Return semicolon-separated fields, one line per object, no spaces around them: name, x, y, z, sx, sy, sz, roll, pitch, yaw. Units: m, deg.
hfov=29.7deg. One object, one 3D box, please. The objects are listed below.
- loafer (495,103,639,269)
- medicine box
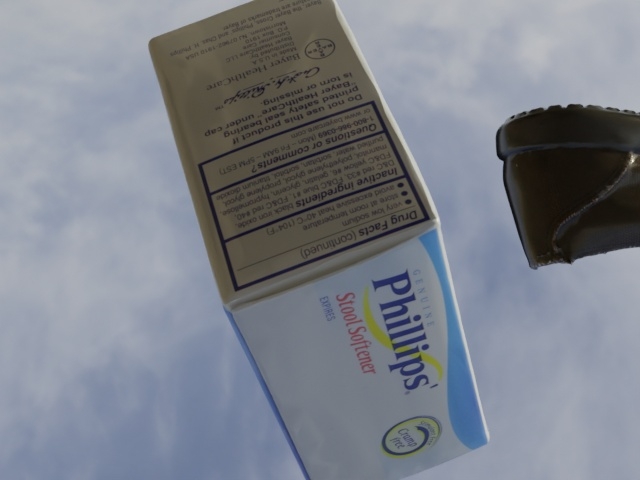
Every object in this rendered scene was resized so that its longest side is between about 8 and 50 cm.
loafer;0.180;-0.006;0.539;0.080;0.220;0.078;159;-62;-80
medicine box;0.000;0.000;0.916;0.149;0.263;0.289;-20;-133;0
